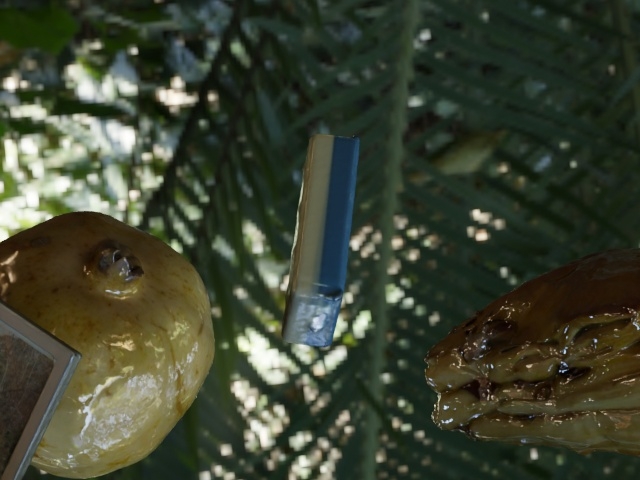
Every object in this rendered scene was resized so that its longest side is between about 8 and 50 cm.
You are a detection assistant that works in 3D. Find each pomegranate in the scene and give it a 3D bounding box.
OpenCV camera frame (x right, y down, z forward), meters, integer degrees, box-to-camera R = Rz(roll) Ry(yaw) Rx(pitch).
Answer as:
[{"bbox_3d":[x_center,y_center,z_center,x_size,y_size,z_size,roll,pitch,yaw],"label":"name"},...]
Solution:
[{"bbox_3d":[-0.284,0.110,1.585,0.343,0.342,0.342,-6,176,0],"label":"pomegranate"}]

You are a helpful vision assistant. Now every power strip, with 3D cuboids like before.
[{"bbox_3d":[0.000,0.000,0.760,0.032,0.123,0.056,8,144,-2],"label":"power strip"}]

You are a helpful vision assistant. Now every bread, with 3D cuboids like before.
[{"bbox_3d":[0.289,0.090,1.228,0.277,0.167,0.325,-17,-169,-41],"label":"bread"}]

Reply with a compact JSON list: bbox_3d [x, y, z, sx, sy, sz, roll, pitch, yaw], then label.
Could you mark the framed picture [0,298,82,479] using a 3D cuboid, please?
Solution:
[{"bbox_3d":[-0.425,0.150,1.418,0.324,0.240,0.020,31,-173,26],"label":"framed picture"}]
